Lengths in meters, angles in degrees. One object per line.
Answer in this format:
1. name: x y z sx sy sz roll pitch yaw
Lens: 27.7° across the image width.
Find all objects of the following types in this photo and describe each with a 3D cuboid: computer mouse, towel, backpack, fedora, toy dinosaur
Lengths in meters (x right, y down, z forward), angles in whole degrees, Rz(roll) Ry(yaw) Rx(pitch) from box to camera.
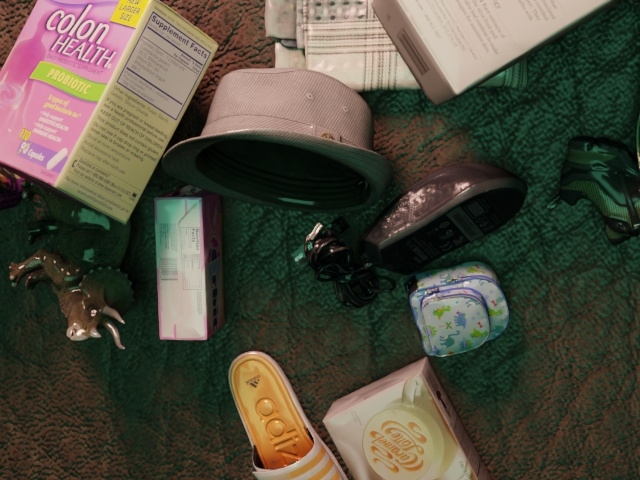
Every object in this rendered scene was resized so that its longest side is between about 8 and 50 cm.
1. computer mouse: 0.116 -0.026 1.570 0.272 0.188 0.072 -27 59 8
2. towel: 0.091 -0.336 1.568 0.324 0.056 0.312 1 98 10
3. backpack: 0.172 0.086 1.593 0.114 0.084 0.105 -16 115 2
4. fedora: -0.043 -0.128 1.546 0.275 0.244 0.124 12 71 -14
5. toy dinosaur: -0.304 -0.003 1.658 0.160 0.121 0.313 1 68 4

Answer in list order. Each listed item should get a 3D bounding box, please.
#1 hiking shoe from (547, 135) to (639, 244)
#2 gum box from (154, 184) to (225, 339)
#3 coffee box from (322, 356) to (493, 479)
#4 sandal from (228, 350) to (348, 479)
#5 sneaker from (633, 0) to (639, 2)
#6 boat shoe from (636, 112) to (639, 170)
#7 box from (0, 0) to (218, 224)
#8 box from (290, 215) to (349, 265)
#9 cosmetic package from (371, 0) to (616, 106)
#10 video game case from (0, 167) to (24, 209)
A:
1. hiking shoe: 0.392 -0.043 1.555 0.227 0.086 0.114 23 109 14
2. gum box: -0.163 0.023 1.630 0.062 0.107 0.188 0 98 9
3. coffee box: 0.126 0.291 1.625 0.141 0.098 0.246 -27 93 12
4. sandal: -0.050 0.271 1.661 0.102 0.076 0.265 -29 92 12
5. sneaker: 0.310 -0.359 1.302 0.097 0.084 0.234 -22 91 -4
6. boat shoe: 0.422 -0.173 1.464 0.116 0.099 0.319 7 80 15
7. box: -0.275 -0.172 1.536 0.213 0.117 0.243 23 83 43
8. box: 0.000 0.000 1.613 0.067 0.083 0.018 -38 89 11
9. cosmetic package: 0.254 -0.307 1.439 0.366 0.197 0.155 -33 93 -2
10. video game case: -0.478 -0.117 1.598 0.042 0.232 0.210 -44 89 10
